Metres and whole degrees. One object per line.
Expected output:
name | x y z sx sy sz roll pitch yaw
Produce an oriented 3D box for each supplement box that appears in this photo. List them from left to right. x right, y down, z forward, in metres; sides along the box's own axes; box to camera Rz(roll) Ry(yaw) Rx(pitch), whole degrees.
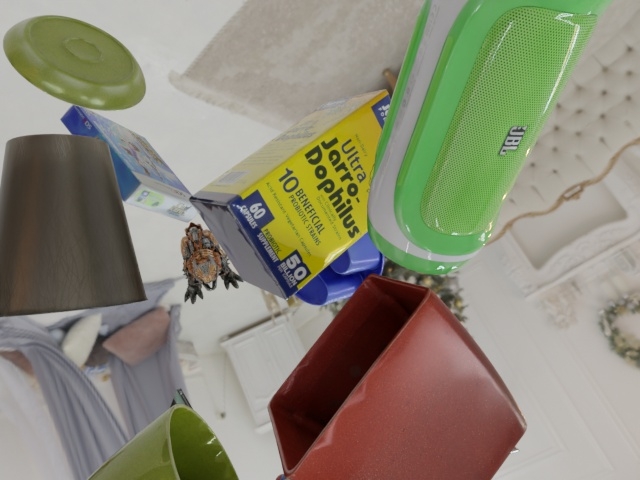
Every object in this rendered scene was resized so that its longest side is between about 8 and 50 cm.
supplement box | -0.018 -0.092 0.963 0.356 0.194 0.195 -40 -155 -21

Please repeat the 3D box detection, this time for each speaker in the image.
speaker | 0.128 -0.114 0.446 0.131 0.131 0.296 -13 136 -30

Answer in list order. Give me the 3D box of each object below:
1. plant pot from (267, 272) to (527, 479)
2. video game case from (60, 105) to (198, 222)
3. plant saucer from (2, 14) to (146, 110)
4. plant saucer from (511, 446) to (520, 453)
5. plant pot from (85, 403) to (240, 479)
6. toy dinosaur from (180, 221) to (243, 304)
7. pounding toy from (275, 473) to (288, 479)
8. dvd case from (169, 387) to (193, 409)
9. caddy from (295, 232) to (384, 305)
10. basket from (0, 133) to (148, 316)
plant pot | 0.110 0.229 0.734 0.267 0.236 0.267 -52 -172 -6
video game case | -0.424 -0.172 1.221 0.061 0.269 0.244 -44 162 6
plant saucer | -0.425 -0.327 0.948 0.241 0.241 0.037 -4 145 -44
plant saucer | 0.315 0.383 1.104 0.036 0.199 0.198 -52 158 -6
plant pot | -0.297 0.458 0.846 0.294 0.274 0.275 -29 158 -3
toy dinosaur | -0.316 0.039 1.464 0.164 0.322 0.218 -7 125 6
pounding toy | -0.098 0.587 1.195 0.181 0.094 0.206 -39 159 28
dvd case | -0.282 0.382 1.109 0.013 0.119 0.087 -2 126 -44
caddy | 0.000 0.000 1.317 0.179 0.341 0.241 -17 146 -51
basket | -0.349 -0.020 0.728 0.204 0.226 0.154 -3 178 -29
